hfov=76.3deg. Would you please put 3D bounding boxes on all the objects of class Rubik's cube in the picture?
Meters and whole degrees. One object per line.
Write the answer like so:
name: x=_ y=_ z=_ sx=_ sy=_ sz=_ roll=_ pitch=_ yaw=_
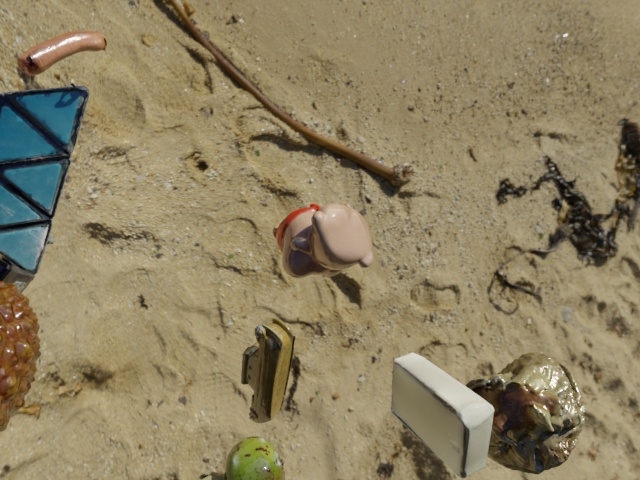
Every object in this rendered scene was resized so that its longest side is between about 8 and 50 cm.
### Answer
Rubik's cube: x=-0.482 y=-0.132 z=0.616 sx=0.228 sy=0.233 sz=0.228 roll=29 pitch=62 yaw=8

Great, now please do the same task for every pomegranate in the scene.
pomegranate: x=-0.128 y=0.393 z=0.672 sx=0.142 sy=0.114 sz=0.115 roll=-16 pitch=104 yaw=-4

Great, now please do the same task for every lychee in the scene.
lychee: x=-0.419 y=0.144 z=0.435 sx=0.200 sy=0.200 sz=0.238 roll=37 pitch=56 yaw=-29

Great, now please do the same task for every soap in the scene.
soap: x=0.198 y=0.290 z=0.699 sx=0.063 sy=0.183 sz=0.122 roll=-10 pitch=110 yaw=-27

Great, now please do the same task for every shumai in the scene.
shumai: x=0.483 y=0.378 z=1.017 sx=0.262 sy=0.267 sz=0.314 roll=47 pitch=68 yaw=-29

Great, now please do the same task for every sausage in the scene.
sausage: x=-0.463 y=-0.344 z=0.738 sx=0.047 sy=0.040 sz=0.177 roll=61 pitch=39 yaw=-29

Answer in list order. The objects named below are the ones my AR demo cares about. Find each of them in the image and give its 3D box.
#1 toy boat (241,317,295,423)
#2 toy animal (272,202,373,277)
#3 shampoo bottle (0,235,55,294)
toy boat: x=-0.152 y=0.351 z=1.082 sx=0.089 sy=0.121 sz=0.321 roll=-31 pitch=136 yaw=-59
toy animal: x=0.000 y=0.000 z=0.830 sx=0.171 sy=0.197 sz=0.172 roll=4 pitch=83 yaw=-34
shampoo bottle: x=-0.597 y=0.107 z=0.715 sx=0.071 sy=0.098 sz=0.310 roll=28 pitch=74 yaw=3
